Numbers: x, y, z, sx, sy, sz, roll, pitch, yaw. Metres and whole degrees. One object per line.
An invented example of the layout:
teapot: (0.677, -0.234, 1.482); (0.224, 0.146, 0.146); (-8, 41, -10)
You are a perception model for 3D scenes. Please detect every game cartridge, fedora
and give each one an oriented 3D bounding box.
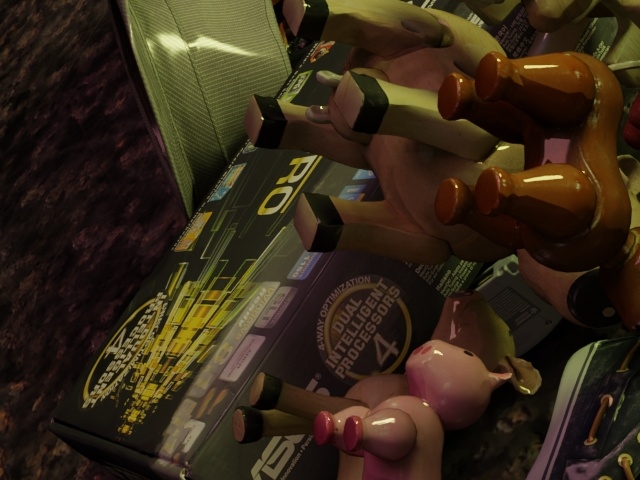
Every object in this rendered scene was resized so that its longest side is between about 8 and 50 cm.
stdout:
game cartridge: (0.104, 0.047, 0.907); (0.083, 0.056, 0.017); (-40, 21, 32)
fedora: (-0.087, -0.132, 1.255); (0.124, 0.244, 0.275); (-19, 15, -7)

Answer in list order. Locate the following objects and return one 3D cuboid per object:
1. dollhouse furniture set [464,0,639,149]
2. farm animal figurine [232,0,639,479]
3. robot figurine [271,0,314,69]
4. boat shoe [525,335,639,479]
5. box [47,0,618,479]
dollhouse furniture set: (0.266, -0.113, 0.756); (0.152, 0.201, 0.374); (-53, 23, -8)
farm animal figurine: (0.072, 0.000, 0.758); (0.330, 0.172, 0.327); (123, 145, -43)
robot figurine: (0.061, -0.237, 1.274); (0.291, 0.085, 0.211); (6, 58, 55)
boat shoe: (0.151, 0.115, 0.753); (0.083, 0.065, 0.183); (-24, 35, 42)
box: (0.000, 0.000, 1.016); (0.395, 0.097, 0.318); (-55, 20, -14)
